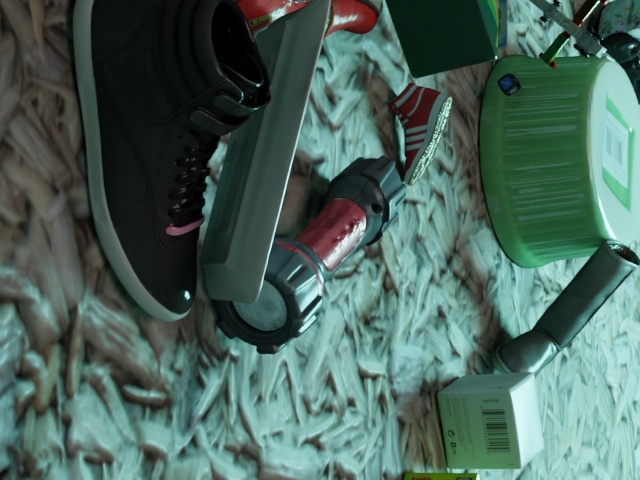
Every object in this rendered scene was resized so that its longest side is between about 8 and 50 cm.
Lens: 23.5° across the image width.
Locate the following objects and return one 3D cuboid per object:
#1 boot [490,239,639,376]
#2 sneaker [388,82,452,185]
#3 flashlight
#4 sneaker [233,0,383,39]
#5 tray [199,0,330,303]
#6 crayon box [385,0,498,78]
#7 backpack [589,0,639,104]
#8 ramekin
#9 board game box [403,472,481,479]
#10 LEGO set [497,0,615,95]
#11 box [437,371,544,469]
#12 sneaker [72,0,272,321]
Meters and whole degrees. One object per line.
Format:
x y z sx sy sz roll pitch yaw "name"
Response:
0.327 0.096 2.020 0.076 0.208 0.189 47 23 4 "boot"
0.106 -0.129 1.817 0.042 0.067 0.118 -20 134 -63 "sneaker"
0.000 0.000 1.531 0.304 0.103 0.103 -46 123 -53 "flashlight"
-0.035 -0.217 1.529 0.279 0.107 0.118 -6 110 -59 "sneaker"
-0.056 -0.080 1.348 0.030 0.145 0.270 16 84 -18 "tray"
0.110 -0.401 1.694 0.363 0.106 0.313 -80 153 -57 "crayon box"
0.506 -0.319 2.499 0.152 0.115 0.182 61 34 -34 "backpack"
0.346 -0.115 2.135 0.303 0.148 0.303 15 73 -60 "ramekin"
0.166 0.343 1.796 0.181 0.092 0.043 62 37 -37 "board game box"
0.292 -0.314 2.028 0.060 0.182 0.244 13 76 -59 "LEGO set"
0.209 0.221 1.884 0.087 0.102 0.101 -22 105 -58 "box"
-0.111 -0.074 1.287 0.104 0.147 0.296 -29 113 -61 "sneaker"
